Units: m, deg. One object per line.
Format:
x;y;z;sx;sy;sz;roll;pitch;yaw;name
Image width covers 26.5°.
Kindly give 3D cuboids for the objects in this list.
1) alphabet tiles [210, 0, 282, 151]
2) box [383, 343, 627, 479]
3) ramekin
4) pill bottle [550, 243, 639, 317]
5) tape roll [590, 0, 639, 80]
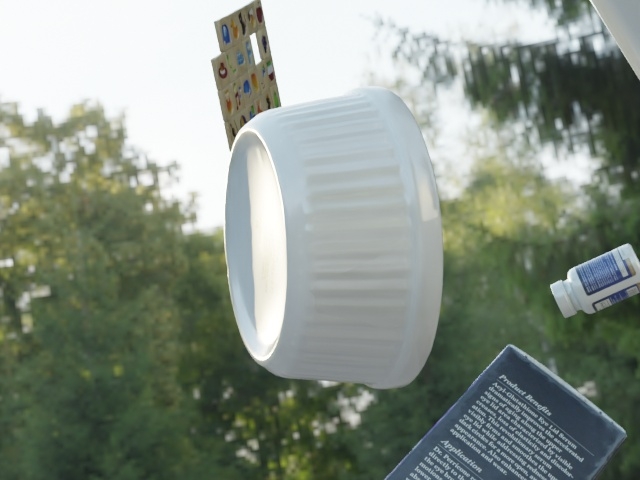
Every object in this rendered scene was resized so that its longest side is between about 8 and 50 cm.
-0.094;-0.201;1.770;0.009;0.198;0.237;-6;17;16;alphabet tiles
0.097;0.197;0.942;0.207;0.108;0.153;-39;-18;-44;box
0.000;0.000;1.200;0.127;0.273;0.273;-3;-14;-17;ramekin
0.373;0.058;1.820;0.120;0.067;0.067;-25;-16;12;pill bottle
0.522;-0.348;1.919;0.246;0.169;0.246;-32;0;0;tape roll
